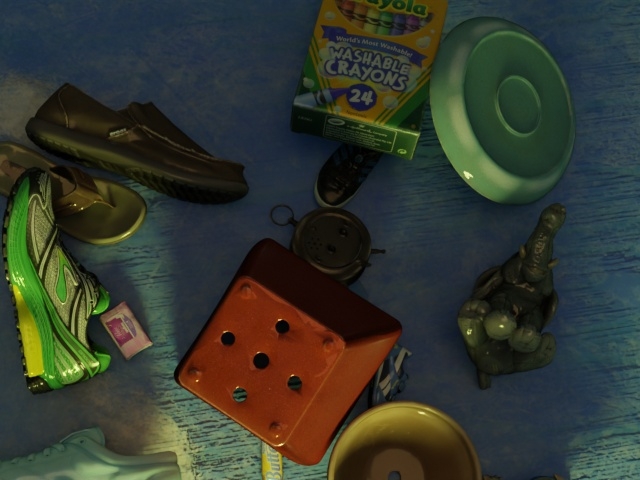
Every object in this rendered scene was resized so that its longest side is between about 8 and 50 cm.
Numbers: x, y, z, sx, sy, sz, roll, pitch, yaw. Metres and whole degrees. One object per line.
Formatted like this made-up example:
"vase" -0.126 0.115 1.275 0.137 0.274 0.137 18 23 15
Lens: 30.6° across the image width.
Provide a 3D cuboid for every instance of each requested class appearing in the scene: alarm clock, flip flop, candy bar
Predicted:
"alarm clock" 0.000 0.000 1.885 0.192 0.064 0.129 33 66 10
"flip flop" -0.411 -0.080 1.857 0.277 0.080 0.112 27 78 0
"candy bar" -0.077 0.313 1.849 0.040 0.018 0.161 -1 79 -6

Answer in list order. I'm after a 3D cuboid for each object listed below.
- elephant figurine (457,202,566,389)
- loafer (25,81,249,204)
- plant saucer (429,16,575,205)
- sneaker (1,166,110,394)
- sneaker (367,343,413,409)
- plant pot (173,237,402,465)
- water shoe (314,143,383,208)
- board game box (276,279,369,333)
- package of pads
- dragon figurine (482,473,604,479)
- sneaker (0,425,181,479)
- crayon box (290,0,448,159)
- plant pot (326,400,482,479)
"elephant figurine" 0.320 0.089 1.871 0.169 0.186 0.239 50 46 -30
"loafer" -0.279 -0.162 1.858 0.366 0.134 0.130 19 78 -2
"plant saucer" 0.310 -0.216 1.899 0.317 0.044 0.317 8 76 -34
"sneaker" -0.406 0.055 1.802 0.146 0.134 0.343 -11 97 -11
"sneaker" 0.110 0.232 1.866 0.059 0.053 0.144 13 79 -5
"plant pot" -0.066 0.170 1.723 0.267 0.236 0.267 33 93 8
"water shoe" 0.059 -0.141 1.916 0.073 0.080 0.203 36 78 3
"board game box" -0.005 0.111 1.886 0.169 0.033 0.133 20 65 0
"package of pads" -0.307 0.143 1.850 0.050 0.032 0.083 -33 84 -11
"dragon figurine" 0.374 0.414 1.841 0.289 0.144 0.085 12 76 -23
"sneaker" -0.388 0.353 1.768 0.366 0.135 0.150 10 61 -7
"crayon box" 0.086 -0.305 1.899 0.203 0.083 0.323 13 61 1
"plant pot" 0.123 0.368 1.811 0.237 0.110 0.237 1 81 -6
